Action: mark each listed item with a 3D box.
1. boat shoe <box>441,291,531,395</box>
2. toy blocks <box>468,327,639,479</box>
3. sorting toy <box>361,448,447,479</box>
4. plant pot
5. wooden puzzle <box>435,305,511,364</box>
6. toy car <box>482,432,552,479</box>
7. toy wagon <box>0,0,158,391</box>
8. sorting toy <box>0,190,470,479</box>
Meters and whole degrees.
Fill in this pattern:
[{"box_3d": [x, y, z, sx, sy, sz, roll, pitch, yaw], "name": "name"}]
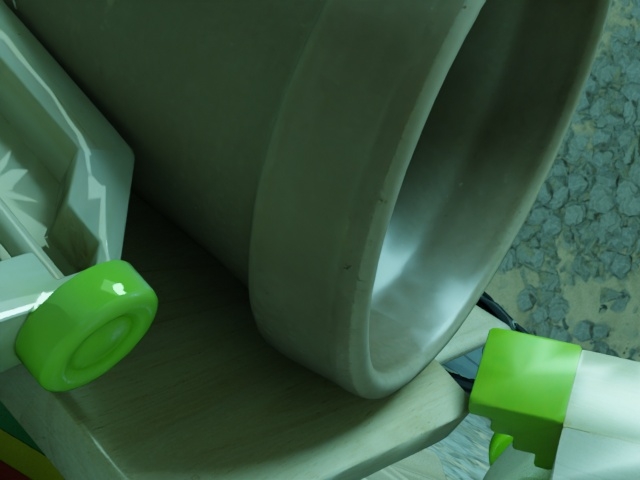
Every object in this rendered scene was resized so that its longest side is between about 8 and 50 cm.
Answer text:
[{"box_3d": [0.145, 0.099, 1.967, 0.340, 0.127, 0.113, 42, -3, 21], "name": "boat shoe"}, {"box_3d": [0.257, 0.199, 0.887, 0.381, 0.191, 0.261, 12, -36, 11], "name": "toy blocks"}, {"box_3d": [0.072, 0.188, 1.099, 0.193, 0.038, 0.208, 26, 11, -43], "name": "sorting toy"}, {"box_3d": [-0.015, -0.091, 0.775, 0.229, 0.263, 0.263, 26, 3, 19], "name": "plant pot"}, {"box_3d": [-0.023, 0.017, 1.521, 0.322, 0.081, 0.348, 32, 23, 27], "name": "wooden puzzle"}, {"box_3d": [0.232, 0.210, 1.306, 0.188, 0.149, 0.155, 42, 15, -7], "name": "toy car"}, {"box_3d": [-0.232, -0.024, 0.609, 0.344, 0.068, 0.267, -21, 61, -45], "name": "toy wagon"}, {"box_3d": [-0.093, 0.043, 0.801, 0.255, 0.089, 0.257, 47, 28, 18], "name": "sorting toy"}]
